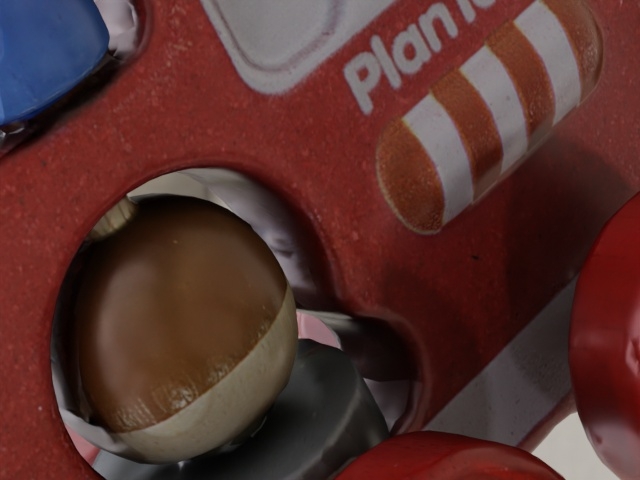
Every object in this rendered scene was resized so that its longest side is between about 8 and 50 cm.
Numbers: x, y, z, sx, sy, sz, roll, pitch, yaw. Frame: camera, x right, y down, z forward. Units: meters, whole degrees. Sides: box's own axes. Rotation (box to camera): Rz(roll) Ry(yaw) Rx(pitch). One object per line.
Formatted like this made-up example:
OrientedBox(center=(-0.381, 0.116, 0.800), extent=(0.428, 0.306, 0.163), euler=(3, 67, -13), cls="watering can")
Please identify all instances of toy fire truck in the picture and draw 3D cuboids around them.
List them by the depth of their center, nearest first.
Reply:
OrientedBox(center=(0.000, 0.000, 0.572), extent=(0.169, 0.302, 0.254), euler=(6, 129, 53), cls="toy fire truck")
